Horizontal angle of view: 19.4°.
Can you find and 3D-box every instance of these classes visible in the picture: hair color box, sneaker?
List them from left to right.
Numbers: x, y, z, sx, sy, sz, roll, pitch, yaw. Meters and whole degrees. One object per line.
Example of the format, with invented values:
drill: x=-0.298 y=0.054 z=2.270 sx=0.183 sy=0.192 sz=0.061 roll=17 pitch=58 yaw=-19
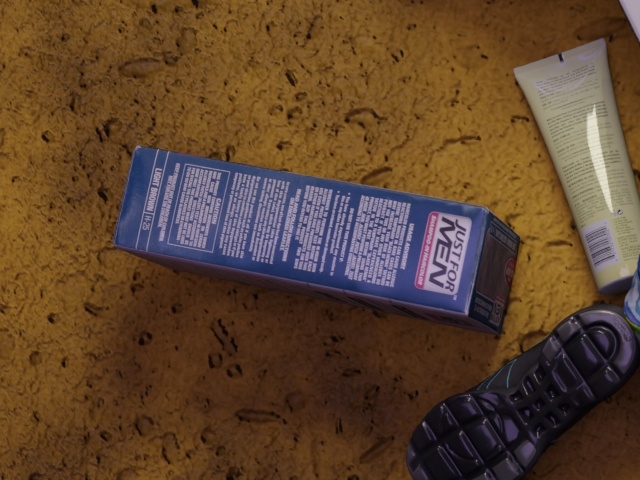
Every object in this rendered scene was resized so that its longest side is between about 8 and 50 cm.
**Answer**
hair color box: x=0.000 y=0.000 z=1.773 sx=0.347 sy=0.174 sz=0.105 roll=11 pitch=85 yaw=17
sneaker: x=0.199 y=0.154 z=1.739 sx=0.267 sy=0.106 sz=0.101 roll=-36 pitch=80 yaw=21

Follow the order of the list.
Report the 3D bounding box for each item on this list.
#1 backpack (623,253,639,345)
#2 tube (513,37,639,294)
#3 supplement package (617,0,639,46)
backpack: x=0.435 y=0.064 z=1.567 sx=0.356 sy=0.290 sz=0.273 roll=-21 pitch=106 yaw=42
tube: x=0.260 y=-0.070 z=1.771 sx=0.070 sy=0.062 sz=0.240 roll=-8 pitch=73 yaw=-27
supplement package: x=0.383 y=-0.207 z=1.674 sx=0.199 sy=0.198 sz=0.262 roll=-26 pitch=77 yaw=12
